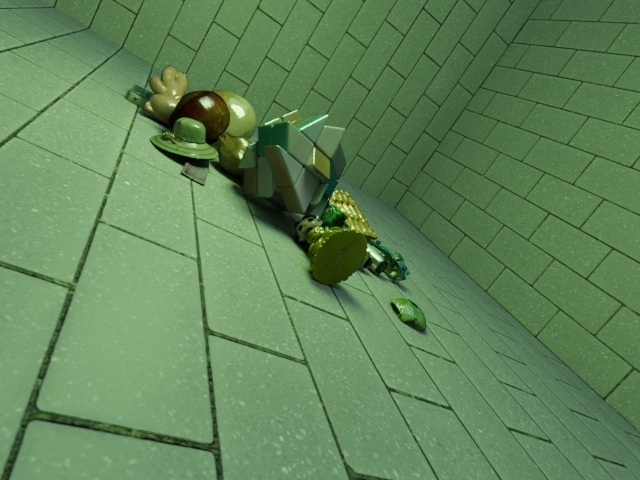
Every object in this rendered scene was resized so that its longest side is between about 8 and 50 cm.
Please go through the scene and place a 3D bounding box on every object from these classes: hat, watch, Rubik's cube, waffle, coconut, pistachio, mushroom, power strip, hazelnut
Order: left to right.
[{"bbox_3d":[-0.800,-0.645,2.017,0.118,0.046,0.270,26,17,-27],"label":"power strip"},{"bbox_3d":[-0.479,-0.388,1.623,0.252,0.110,0.252,16,22,-6],"label":"hat"},{"bbox_3d":[-0.480,-0.495,1.810,0.217,0.251,0.217,28,-32,20],"label":"hazelnut"},{"bbox_3d":[-0.450,-0.535,2.064,0.292,0.292,0.290,32,-16,-7],"label":"mushroom"},{"bbox_3d":[-0.322,-0.332,1.843,0.212,0.163,0.260,58,5,10],"label":"pistachio"},{"bbox_3d":[-0.090,-0.288,1.655,0.358,0.387,0.368,7,-23,47],"label":"Rubik's cube"},{"bbox_3d":[0.014,-0.074,1.797,0.131,0.165,0.152,40,-9,27],"label":"watch"},{"bbox_3d":[0.126,-0.118,2.116,0.304,0.077,0.348,59,21,16],"label":"waffle"},{"bbox_3d":[0.302,0.240,1.517,0.158,0.055,0.133,38,13,21],"label":"coconut"}]

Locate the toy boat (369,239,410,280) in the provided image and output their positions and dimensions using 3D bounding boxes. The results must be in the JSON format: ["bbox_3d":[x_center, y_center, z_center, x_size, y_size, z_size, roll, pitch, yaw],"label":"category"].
[{"bbox_3d":[0.272,0.090,1.866,0.098,0.109,0.238,-12,41,-43],"label":"toy boat"}]

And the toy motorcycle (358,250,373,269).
[{"bbox_3d":[0.127,0.044,1.678,0.130,0.094,0.229,40,3,29],"label":"toy motorcycle"}]

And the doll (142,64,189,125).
[{"bbox_3d":[-0.657,-0.616,1.942,0.201,0.156,0.303,19,52,-29],"label":"doll"}]

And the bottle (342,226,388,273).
[{"bbox_3d":[0.168,0.038,1.839,0.254,0.079,0.096,41,2,26],"label":"bottle"}]

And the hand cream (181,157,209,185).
[{"bbox_3d":[-0.435,-0.263,1.588,0.079,0.050,0.275,5,27,-10],"label":"hand cream"}]

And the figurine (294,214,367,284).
[{"bbox_3d":[-0.003,-0.002,1.459,0.168,0.187,0.315,20,11,-30],"label":"figurine"}]
